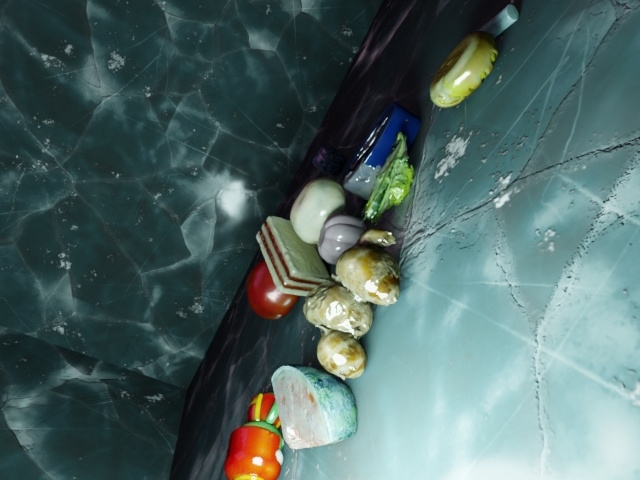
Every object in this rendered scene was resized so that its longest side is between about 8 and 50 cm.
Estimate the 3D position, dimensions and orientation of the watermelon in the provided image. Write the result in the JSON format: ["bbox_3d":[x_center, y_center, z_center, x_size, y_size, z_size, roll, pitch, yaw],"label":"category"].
[{"bbox_3d":[-0.006,0.428,1.003,0.318,0.148,0.226,12,94,60],"label":"watermelon"}]

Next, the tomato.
[{"bbox_3d":[-0.208,0.199,1.773,0.298,0.226,0.298,-51,21,28],"label":"tomato"}]

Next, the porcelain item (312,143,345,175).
[{"bbox_3d":[0.045,-0.421,2.079,0.114,0.147,0.147,-57,17,28],"label":"porcelain item"}]

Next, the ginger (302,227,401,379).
[{"bbox_3d":[0.090,0.142,1.026,0.375,0.176,0.256,-61,33,3],"label":"ginger"}]

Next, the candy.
[{"bbox_3d":[-0.111,0.062,1.551,0.135,0.179,0.320,-55,45,30],"label":"candy"}]

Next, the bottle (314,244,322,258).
[{"bbox_3d":[0.000,0.000,1.655,0.209,0.097,0.110,-60,0,15],"label":"bottle"}]

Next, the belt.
[{"bbox_3d":[0.210,-0.309,1.433,0.347,0.117,0.212,-54,17,26],"label":"belt"}]

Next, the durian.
[{"bbox_3d":[0.213,-0.167,1.206,0.132,0.106,0.375,-25,40,63],"label":"durian"}]

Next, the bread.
[{"bbox_3d":[0.393,-0.464,1.103,0.213,0.105,0.213,-59,13,22],"label":"bread"}]

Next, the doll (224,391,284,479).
[{"bbox_3d":[-0.191,0.620,1.165,0.182,0.160,0.363,-46,23,31],"label":"doll"}]

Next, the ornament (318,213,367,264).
[{"bbox_3d":[0.080,0.001,1.309,0.177,0.177,0.177,-56,17,27],"label":"ornament"}]

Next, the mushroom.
[{"bbox_3d":[0.021,-0.100,1.485,0.260,0.234,0.254,14,83,68],"label":"mushroom"}]

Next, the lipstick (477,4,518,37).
[{"bbox_3d":[0.478,-0.590,1.131,0.158,0.048,0.048,-23,43,67],"label":"lipstick"}]
